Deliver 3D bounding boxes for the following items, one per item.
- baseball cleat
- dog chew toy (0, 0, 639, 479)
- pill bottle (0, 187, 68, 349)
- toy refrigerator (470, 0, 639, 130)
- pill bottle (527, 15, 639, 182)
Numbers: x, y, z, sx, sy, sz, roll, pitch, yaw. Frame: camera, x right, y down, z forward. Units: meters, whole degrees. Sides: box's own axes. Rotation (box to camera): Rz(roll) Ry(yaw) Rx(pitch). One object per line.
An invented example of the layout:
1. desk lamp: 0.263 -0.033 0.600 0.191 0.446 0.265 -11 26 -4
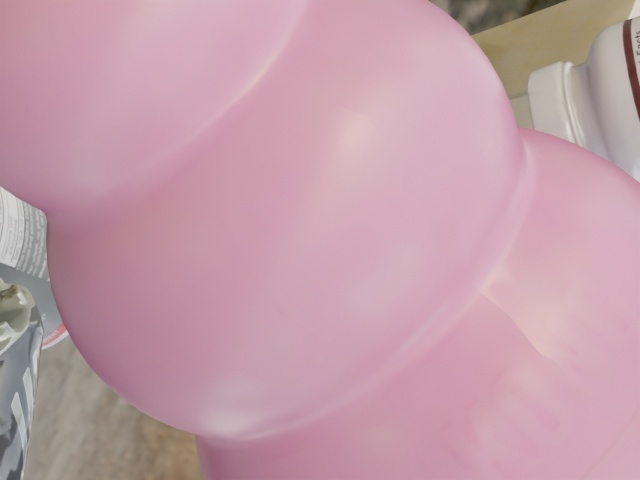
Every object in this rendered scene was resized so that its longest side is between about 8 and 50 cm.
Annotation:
1. baseball cleat: -0.160 0.100 0.729 0.206 0.072 0.109 -84 161 -63
2. dog chew toy: 0.000 0.000 0.577 0.207 0.332 0.206 -36 -157 18
3. pill bottle: -0.324 -0.003 1.374 0.283 0.161 0.161 28 87 -62
4. toy refrigerator: 0.175 -0.110 1.202 0.269 0.102 0.094 -12 -131 59
5. pill bottle: 0.177 -0.068 0.737 0.086 0.152 0.086 -15 90 -69
